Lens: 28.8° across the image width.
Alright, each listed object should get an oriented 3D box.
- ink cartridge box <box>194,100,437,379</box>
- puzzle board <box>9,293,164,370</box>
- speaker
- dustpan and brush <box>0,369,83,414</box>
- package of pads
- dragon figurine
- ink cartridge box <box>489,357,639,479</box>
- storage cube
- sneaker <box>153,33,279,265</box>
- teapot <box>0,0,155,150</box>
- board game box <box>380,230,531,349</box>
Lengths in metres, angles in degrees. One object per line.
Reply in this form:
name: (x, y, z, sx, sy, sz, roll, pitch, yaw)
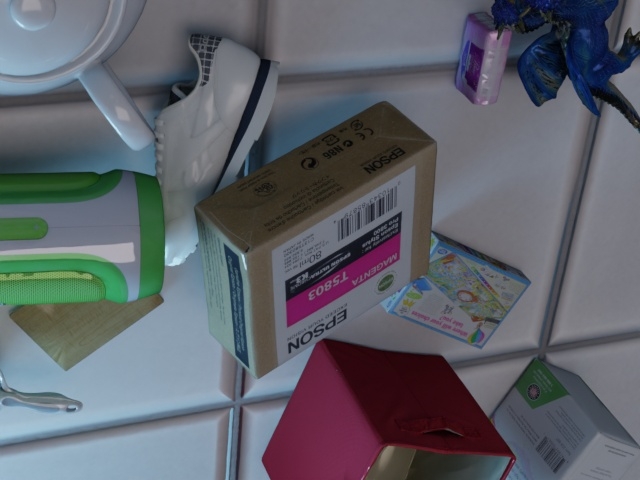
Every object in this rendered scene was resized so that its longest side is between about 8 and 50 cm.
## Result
ink cartridge box: (0.000, 0.000, 1.225, 0.234, 0.088, 0.193, -32, 143, -24)
puzzle board: (-0.237, 0.067, 1.271, 0.128, 0.011, 0.096, -36, 128, 0)
speaker: (-0.292, 0.000, 1.110, 0.296, 0.131, 0.131, -2, 122, -14)
dustpan and brush: (-0.344, 0.147, 1.242, 0.211, 0.060, 0.147, 6, 119, -27)
package of pads: (0.164, -0.183, 1.260, 0.032, 0.050, 0.083, -5, 123, -21)
dragon figurine: (0.253, -0.178, 1.245, 0.144, 0.085, 0.289, -49, 133, -26)
ink cartridge box: (0.271, 0.281, 1.550, 0.093, 0.154, 0.212, 24, 109, -35)
storage cube: (0.069, 0.250, 1.414, 0.183, 0.193, 0.215, 10, 117, -29)
sneaker: (-0.122, -0.084, 1.188, 0.094, 0.090, 0.235, 21, 112, -14)
teapot: (-0.235, -0.208, 0.977, 0.256, 0.187, 0.253, 3, 120, -27)
board game box: (0.156, 0.058, 1.432, 0.154, 0.026, 0.103, 23, 110, -34)
